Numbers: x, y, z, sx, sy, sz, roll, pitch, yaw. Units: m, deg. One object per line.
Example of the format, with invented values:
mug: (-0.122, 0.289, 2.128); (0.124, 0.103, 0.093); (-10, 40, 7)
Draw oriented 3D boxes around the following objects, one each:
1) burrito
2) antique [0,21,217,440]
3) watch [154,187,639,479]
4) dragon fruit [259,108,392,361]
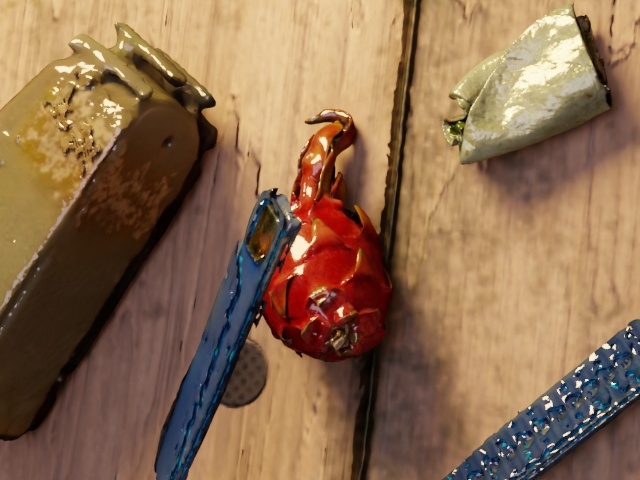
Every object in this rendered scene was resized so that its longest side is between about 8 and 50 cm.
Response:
burrito: (0.131, -0.097, 1.247); (0.118, 0.044, 0.074); (-28, 70, 14)
antique: (-0.190, -0.014, 1.321); (0.150, 0.125, 0.284); (43, 99, 22)
watch: (0.039, 0.132, 1.210); (0.276, 0.068, 0.274); (20, 106, -14)
dragon fruit: (0.000, 0.000, 1.275); (0.094, 0.094, 0.190); (-16, 54, 19)
